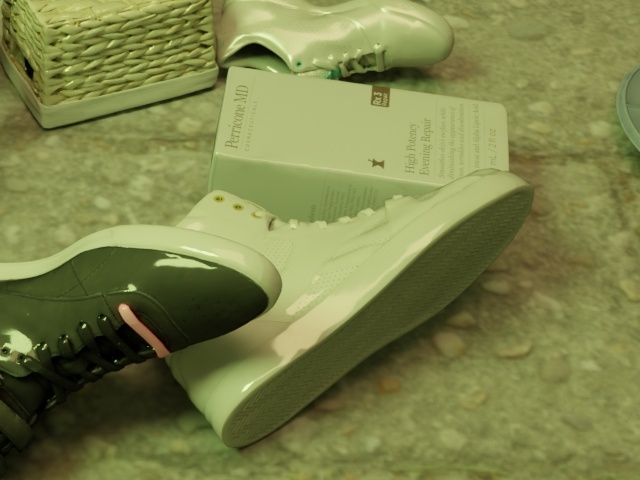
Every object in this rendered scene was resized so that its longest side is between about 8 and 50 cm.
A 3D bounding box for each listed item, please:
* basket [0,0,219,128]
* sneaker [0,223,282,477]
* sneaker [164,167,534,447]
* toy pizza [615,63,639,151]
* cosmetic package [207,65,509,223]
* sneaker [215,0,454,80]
[{"bbox_3d":[-0.182,-0.184,1.115,0.167,0.103,0.113,-19,51,-24],"label":"basket"},{"bbox_3d":[-0.164,0.081,0.815,0.296,0.104,0.147,-8,47,24],"label":"sneaker"},{"bbox_3d":[0.000,0.000,0.940,0.292,0.108,0.169,-33,58,-20],"label":"sneaker"},{"bbox_3d":[0.362,-0.098,1.173,0.201,0.032,0.201,5,46,-5],"label":"toy pizza"},{"bbox_3d":[0.030,-0.062,1.045,0.231,0.085,0.117,8,45,-3],"label":"cosmetic package"},{"bbox_3d":[0.011,-0.167,1.163,0.212,0.080,0.094,7,56,7],"label":"sneaker"}]
